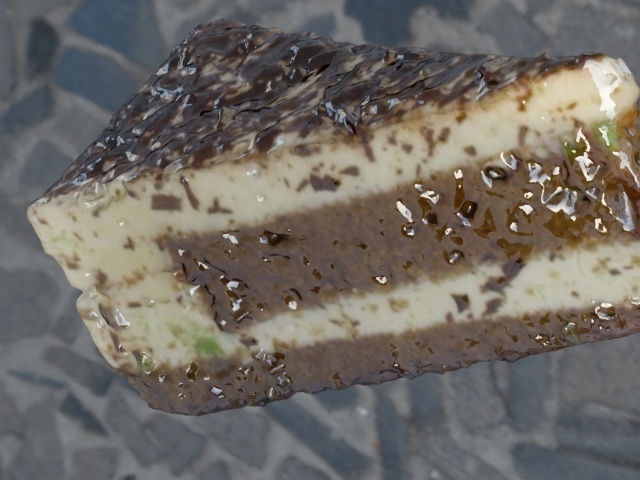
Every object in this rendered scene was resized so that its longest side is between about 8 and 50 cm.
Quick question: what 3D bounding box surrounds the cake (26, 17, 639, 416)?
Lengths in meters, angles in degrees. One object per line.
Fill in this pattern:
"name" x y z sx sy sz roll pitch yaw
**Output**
"cake" 0.003 0.005 0.585 0.135 0.112 0.246 -42 30 -21
